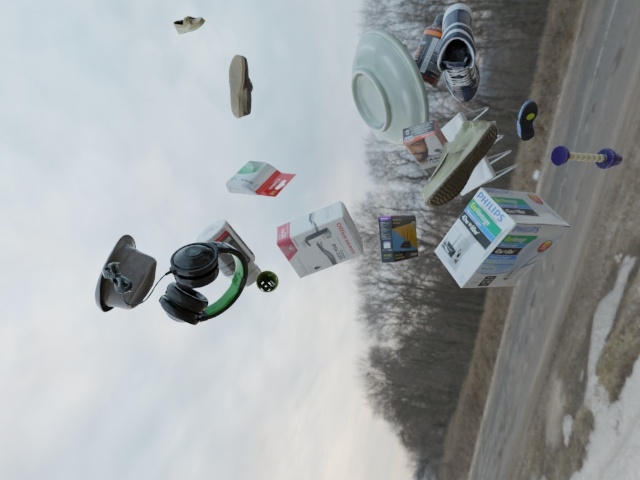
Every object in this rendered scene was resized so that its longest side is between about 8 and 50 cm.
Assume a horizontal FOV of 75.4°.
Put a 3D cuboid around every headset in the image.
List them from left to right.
[{"bbox_3d":[-0.389,0.111,1.178,0.394,0.185,0.243,1,-66,-53],"label":"headset"}]

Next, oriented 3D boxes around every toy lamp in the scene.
[{"bbox_3d":[0.971,-0.298,1.499,0.080,0.275,0.080,178,90,-74],"label":"toy lamp"}]

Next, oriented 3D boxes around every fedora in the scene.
[{"bbox_3d":[-0.655,0.128,1.438,0.243,0.125,0.275,111,177,-65],"label":"fedora"}]

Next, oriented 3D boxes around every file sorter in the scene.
[{"bbox_3d":[0.625,-0.361,1.663,0.277,0.173,0.193,66,159,7],"label":"file sorter"}]

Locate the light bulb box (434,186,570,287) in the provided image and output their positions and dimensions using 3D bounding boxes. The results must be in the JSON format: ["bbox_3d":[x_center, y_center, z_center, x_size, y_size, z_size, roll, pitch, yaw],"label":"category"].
[{"bbox_3d":[0.746,-0.005,1.728,0.225,0.358,0.361,63,141,39],"label":"light bulb box"}]

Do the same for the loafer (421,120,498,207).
[{"bbox_3d":[0.358,-0.207,1.109,0.268,0.092,0.102,-51,-41,6],"label":"loafer"}]

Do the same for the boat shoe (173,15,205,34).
[{"bbox_3d":[-0.477,-0.783,1.494,0.045,0.136,0.050,53,-137,-47],"label":"boat shoe"}]

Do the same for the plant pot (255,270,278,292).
[{"bbox_3d":[-0.200,0.162,1.545,0.079,0.083,0.083,118,170,-67],"label":"plant pot"}]

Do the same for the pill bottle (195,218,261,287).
[{"bbox_3d":[-0.421,0.070,1.954,0.318,0.176,0.176,55,-141,-26],"label":"pill bottle"}]

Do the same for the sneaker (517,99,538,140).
[{"bbox_3d":[0.835,-0.501,1.692,0.209,0.069,0.082,53,-153,-54],"label":"sneaker"}]

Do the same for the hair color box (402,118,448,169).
[{"bbox_3d":[0.308,-0.269,1.181,0.167,0.093,0.053,29,-123,-51],"label":"hair color box"}]

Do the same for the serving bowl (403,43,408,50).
[{"bbox_3d":[0.362,-0.837,1.859,0.083,0.027,0.083,-25,-53,-38],"label":"serving bowl"}]

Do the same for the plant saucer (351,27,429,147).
[{"bbox_3d":[0.198,-0.478,1.376,0.101,0.400,0.400,-29,-36,-12],"label":"plant saucer"}]

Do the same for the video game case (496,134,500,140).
[{"bbox_3d":[0.726,-0.447,1.996,0.023,0.212,0.193,48,-174,-24],"label":"video game case"}]

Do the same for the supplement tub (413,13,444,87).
[{"bbox_3d":[0.356,-0.594,1.301,0.197,0.106,0.106,-68,-13,16],"label":"supplement tub"}]

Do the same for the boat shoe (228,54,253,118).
[{"bbox_3d":[-0.358,-0.706,1.905,0.092,0.103,0.285,-26,-43,-38],"label":"boat shoe"}]

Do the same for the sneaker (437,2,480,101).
[{"bbox_3d":[0.370,-0.454,1.103,0.282,0.099,0.153,58,-143,-48],"label":"sneaker"}]

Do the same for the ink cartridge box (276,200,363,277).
[{"bbox_3d":[0.000,0.000,1.235,0.092,0.218,0.158,-96,-21,-54],"label":"ink cartridge box"}]

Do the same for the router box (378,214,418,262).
[{"bbox_3d":[0.234,-0.007,1.230,0.179,0.046,0.133,-6,-88,-55],"label":"router box"}]

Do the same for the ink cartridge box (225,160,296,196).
[{"bbox_3d":[-0.237,-0.249,1.655,0.181,0.225,0.056,-55,-38,-42],"label":"ink cartridge box"}]
